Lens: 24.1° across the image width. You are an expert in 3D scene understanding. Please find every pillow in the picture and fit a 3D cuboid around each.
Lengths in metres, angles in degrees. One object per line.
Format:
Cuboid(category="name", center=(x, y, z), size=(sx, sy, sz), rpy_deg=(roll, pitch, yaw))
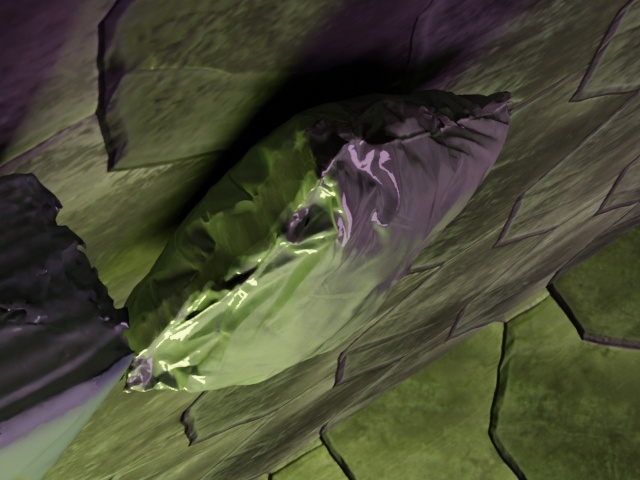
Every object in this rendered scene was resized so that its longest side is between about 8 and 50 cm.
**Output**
Cuboid(category="pillow", center=(0.000, 0.000, 1.169), size=(0.283, 0.138, 0.310), rpy_deg=(-18, 155, -52))

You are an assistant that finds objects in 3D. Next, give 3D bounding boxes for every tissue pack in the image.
Cuboid(category="tissue pack", center=(-0.307, 0.147, 0.880), size=(0.287, 0.162, 0.388), rpy_deg=(-23, 163, -39))
